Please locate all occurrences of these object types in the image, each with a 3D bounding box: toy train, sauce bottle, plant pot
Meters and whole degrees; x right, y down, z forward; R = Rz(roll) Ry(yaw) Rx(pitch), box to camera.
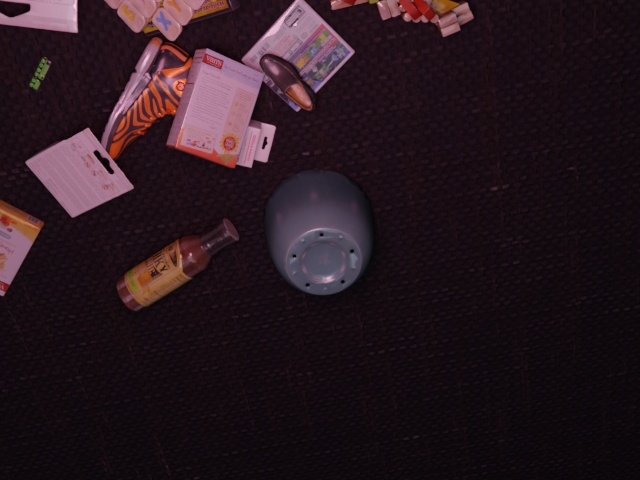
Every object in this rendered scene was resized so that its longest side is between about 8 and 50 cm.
[{"bbox_3d":[-0.654,-0.390,1.702,0.023,0.017,0.083,26,113,-26],"label":"toy train"},{"bbox_3d":[-0.369,0.057,1.897,0.344,0.111,0.111,-33,114,10],"label":"sauce bottle"},{"bbox_3d":[0.000,0.000,1.819,0.293,0.235,0.293,-1,117,-2],"label":"plant pot"}]

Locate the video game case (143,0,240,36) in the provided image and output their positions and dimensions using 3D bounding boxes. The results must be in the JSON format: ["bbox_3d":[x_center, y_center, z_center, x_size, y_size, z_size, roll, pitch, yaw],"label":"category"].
[{"bbox_3d":[-0.326,-0.579,1.538,0.275,0.035,0.248,-3,123,36],"label":"video game case"}]

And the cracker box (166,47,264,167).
[{"bbox_3d":[-0.239,-0.299,1.661,0.155,0.067,0.232,18,91,-34],"label":"cracker box"}]

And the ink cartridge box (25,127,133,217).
[{"bbox_3d":[-0.574,-0.169,1.763,0.224,0.056,0.181,-21,117,26],"label":"ink cartridge box"}]

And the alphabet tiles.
[{"bbox_3d":[-0.375,-0.569,1.537,0.278,0.021,0.284,48,137,-9],"label":"alphabet tiles"}]

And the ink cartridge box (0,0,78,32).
[{"bbox_3d":[-0.665,-0.600,1.567,0.296,0.066,0.261,5,116,-6],"label":"ink cartridge box"}]

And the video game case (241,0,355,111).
[{"bbox_3d":[-0.053,-0.436,1.715,0.183,0.023,0.201,40,107,-20],"label":"video game case"}]

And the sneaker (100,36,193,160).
[{"bbox_3d":[-0.383,-0.295,1.707,0.180,0.124,0.321,28,112,-15],"label":"sneaker"}]

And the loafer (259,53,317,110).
[{"bbox_3d":[-0.072,-0.368,1.698,0.170,0.061,0.062,37,109,-19],"label":"loafer"}]

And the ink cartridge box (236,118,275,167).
[{"bbox_3d":[-0.207,-0.246,1.778,0.181,0.061,0.104,12,115,-10],"label":"ink cartridge box"}]

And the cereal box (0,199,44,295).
[{"bbox_3d":[-0.843,0.011,1.874,0.173,0.047,0.240,29,111,-17],"label":"cereal box"}]

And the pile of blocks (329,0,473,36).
[{"bbox_3d":[0.181,-0.553,1.619,0.362,0.112,0.149,10,116,-9],"label":"pile of blocks"}]
